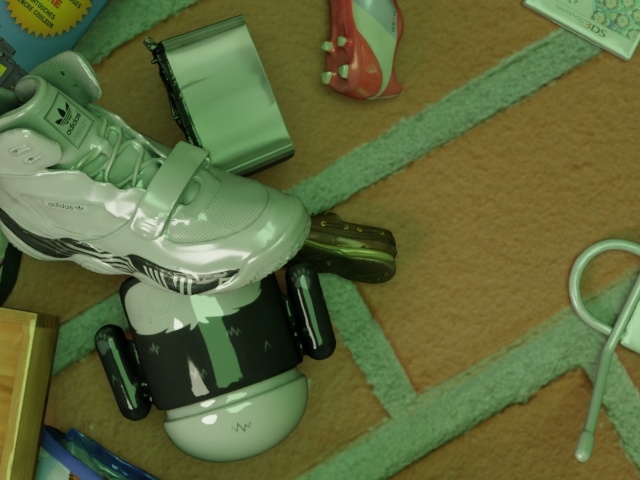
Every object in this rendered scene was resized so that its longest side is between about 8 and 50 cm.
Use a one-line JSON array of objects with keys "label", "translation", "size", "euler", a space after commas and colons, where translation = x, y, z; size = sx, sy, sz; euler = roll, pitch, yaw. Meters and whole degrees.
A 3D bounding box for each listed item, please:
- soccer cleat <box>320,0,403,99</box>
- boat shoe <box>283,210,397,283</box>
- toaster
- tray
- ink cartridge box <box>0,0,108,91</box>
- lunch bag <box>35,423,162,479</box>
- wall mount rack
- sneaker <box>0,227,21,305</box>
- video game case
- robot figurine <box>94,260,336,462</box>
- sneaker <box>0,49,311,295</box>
[{"label": "soccer cleat", "translation": [0.054, -0.281, 1.889], "size": [0.095, 0.083, 0.248], "euler": [7, 82, -35]}, {"label": "boat shoe", "translation": [0.000, 0.000, 1.881], "size": [0.178, 0.064, 0.060], "euler": [12, 57, -7]}, {"label": "toaster", "translation": [-0.107, -0.150, 1.807], "size": [0.110, 0.186, 0.168], "euler": [-22, 90, -2]}, {"label": "tray", "translation": [-0.489, 0.147, 1.753], "size": [0.411, 0.076, 0.202], "euler": [8, 88, 15]}, {"label": "ink cartridge box", "translation": [-0.368, -0.302, 1.744], "size": [0.270, 0.151, 0.395], "euler": [40, 82, -39]}, {"label": "lunch bag", "translation": [-0.224, 0.416, 1.750], "size": [0.385, 0.239, 0.327], "euler": [28, 87, 22]}, {"label": "wall mount rack", "translation": [0.431, 0.149, 1.882], "size": [0.350, 0.130, 0.304], "euler": [26, 86, -4]}, {"label": "sneaker", "translation": [-0.376, -0.006, 1.843], "size": [0.077, 0.072, 0.178], "euler": [11, 89, 18]}, {"label": "video game case", "translation": [0.332, -0.311, 1.939], "size": [0.143, 0.019, 0.157], "euler": [28, 86, -5]}, {"label": "robot figurine", "translation": [-0.116, 0.102, 1.809], "size": [0.174, 0.209, 0.278], "euler": [-18, 90, -47]}, {"label": "sneaker", "translation": [-0.198, -0.067, 1.664], "size": [0.366, 0.210, 0.137], "euler": [8, 53, 26]}]
